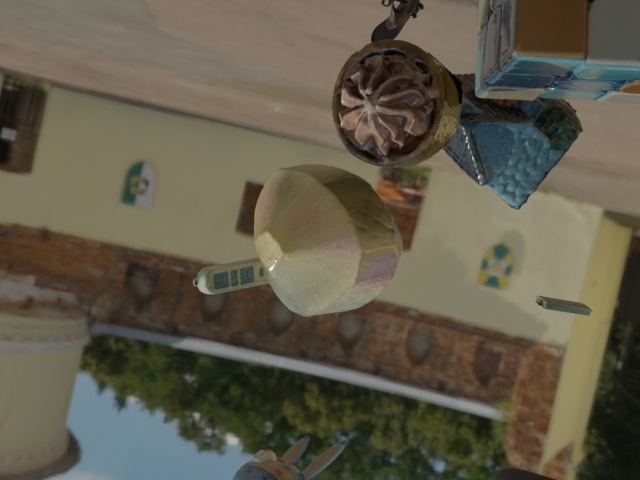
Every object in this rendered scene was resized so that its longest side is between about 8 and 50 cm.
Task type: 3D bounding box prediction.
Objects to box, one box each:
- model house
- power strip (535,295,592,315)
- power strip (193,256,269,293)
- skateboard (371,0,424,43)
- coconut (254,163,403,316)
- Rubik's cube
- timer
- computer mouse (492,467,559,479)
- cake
[{"bbox_3d":[0.401,-0.328,2.537,0.339,0.297,0.360,27,-161,-33],"label":"model house"},{"bbox_3d":[0.541,0.145,2.214,0.136,0.019,0.051,9,-169,-17],"label":"power strip"},{"bbox_3d":[-0.136,0.059,1.726,0.191,0.048,0.030,-10,-169,-43],"label":"power strip"},{"bbox_3d":[0.153,-0.471,2.107,0.080,0.151,0.067,10,-143,-37],"label":"skateboard"},{"bbox_3d":[0.000,0.000,1.612,0.259,0.259,0.259,13,-179,0],"label":"coconut"},{"bbox_3d":[0.451,-0.422,1.653,0.344,0.347,0.346,2,179,-1],"label":"Rubik's cube"},{"bbox_3d":[-0.080,0.461,1.973,0.175,0.255,0.175,22,152,13],"label":"timer"},{"bbox_3d":[0.449,0.539,2.038,0.232,0.120,0.057,13,168,29],"label":"computer mouse"},{"bbox_3d":[0.104,-0.217,1.520,0.185,0.208,0.178,15,175,24],"label":"cake"}]
